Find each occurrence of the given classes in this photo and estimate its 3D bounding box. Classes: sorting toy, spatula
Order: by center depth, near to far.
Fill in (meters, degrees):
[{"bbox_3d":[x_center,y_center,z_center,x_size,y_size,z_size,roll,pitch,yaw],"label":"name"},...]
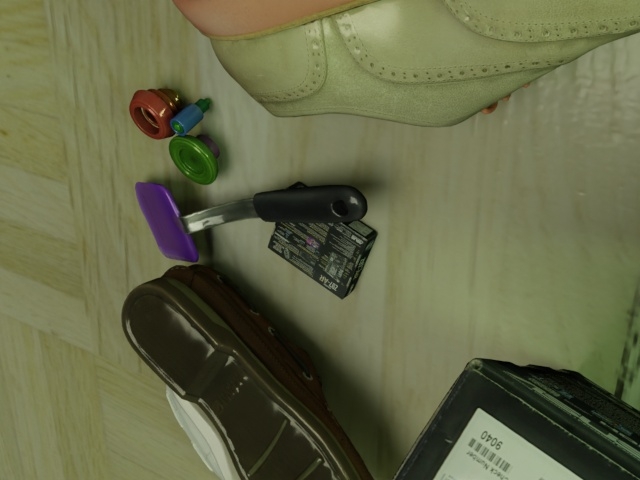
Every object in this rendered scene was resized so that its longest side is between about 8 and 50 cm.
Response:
[{"bbox_3d":[-0.072,-0.023,0.696,0.296,0.030,0.084,-5,114,43],"label":"spatula"},{"bbox_3d":[-0.117,-0.099,0.713,0.102,0.042,0.061,44,147,-5],"label":"sorting toy"}]

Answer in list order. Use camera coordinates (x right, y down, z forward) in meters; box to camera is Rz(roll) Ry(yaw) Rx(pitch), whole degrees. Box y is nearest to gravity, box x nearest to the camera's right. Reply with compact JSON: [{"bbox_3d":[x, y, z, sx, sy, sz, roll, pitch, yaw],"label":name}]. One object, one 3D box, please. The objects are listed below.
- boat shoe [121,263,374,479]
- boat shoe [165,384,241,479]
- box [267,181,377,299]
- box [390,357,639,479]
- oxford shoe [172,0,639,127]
[{"bbox_3d":[-0.038,0.139,0.728,0.307,0.104,0.111,51,122,7],"label":"boat shoe"},{"bbox_3d":[-0.098,0.205,0.830,0.184,0.066,0.063,50,145,3],"label":"boat shoe"},{"bbox_3d":[0.000,0.000,0.684,0.083,0.018,0.067,33,128,19],"label":"box"},{"bbox_3d":[0.248,0.198,0.381,0.395,0.318,0.097,33,97,25],"label":"box"},{"bbox_3d":[0.107,-0.149,0.488,0.397,0.140,0.146,3,144,30],"label":"oxford shoe"}]
